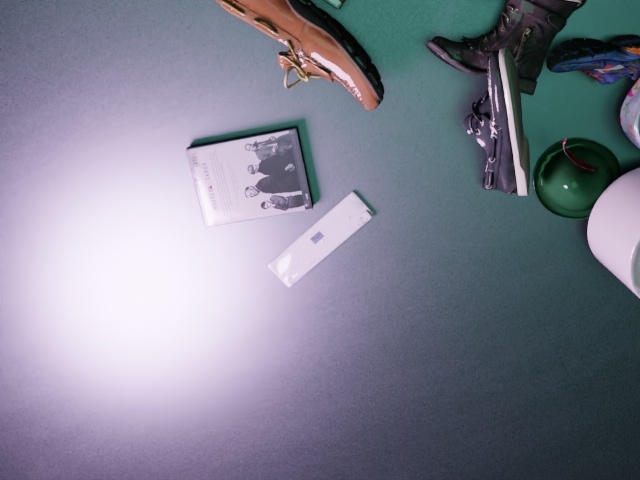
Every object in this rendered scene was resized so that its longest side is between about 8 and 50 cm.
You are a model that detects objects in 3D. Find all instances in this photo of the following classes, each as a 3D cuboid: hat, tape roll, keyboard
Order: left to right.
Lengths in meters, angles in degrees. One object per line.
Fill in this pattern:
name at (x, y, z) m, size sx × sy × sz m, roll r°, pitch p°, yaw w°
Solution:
keyboard at (0.000, 0.000, 1.619) m, size 0.256 × 0.014 × 0.072 m, roll -41°, pitch 97°, yaw 14°
hat at (0.520, -0.105, 1.467) m, size 0.209 × 0.183 × 0.172 m, roll 19°, pitch 108°, yaw -3°
tape roll at (0.682, -0.008, 1.472) m, size 0.246 × 0.169 × 0.246 m, roll -4°, pitch 116°, yaw -9°

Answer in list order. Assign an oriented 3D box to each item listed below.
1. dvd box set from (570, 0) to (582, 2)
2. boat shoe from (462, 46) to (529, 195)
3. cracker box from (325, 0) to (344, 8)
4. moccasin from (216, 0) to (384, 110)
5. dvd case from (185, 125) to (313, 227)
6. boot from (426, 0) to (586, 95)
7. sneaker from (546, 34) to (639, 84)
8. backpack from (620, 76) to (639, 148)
dvd box set at (0.358, -0.653, 1.294) m, size 0.308 × 0.062 × 0.420 m, roll 15°, pitch 108°, yaw 16°
boat shoe at (0.335, -0.219, 1.438) m, size 0.113 × 0.127 × 0.340 m, roll 0°, pitch 144°, yaw 23°
cracker box at (0.034, -0.578, 1.400) m, size 0.156 × 0.067 × 0.232 m, roll 32°, pitch 107°, yaw -7°
moccasin at (-0.038, -0.378, 1.433) m, size 0.380 × 0.139 × 0.147 m, roll 37°, pitch 112°, yaw -11°
dvd case at (-0.148, -0.133, 1.573) m, size 0.239 × 0.029 × 0.179 m, roll -9°, pitch 107°, yaw 6°
boot at (0.356, -0.421, 1.430) m, size 0.263 × 0.091 × 0.228 m, roll 16°, pitch 108°, yaw -13°
sneaker at (0.540, -0.338, 1.429) m, size 0.221 × 0.083 × 0.087 m, roll -6°, pitch 125°, yaw -10°
backpack at (0.717, -0.258, 1.413) m, size 0.225 × 0.191 × 0.253 m, roll 32°, pitch 113°, yaw -12°
